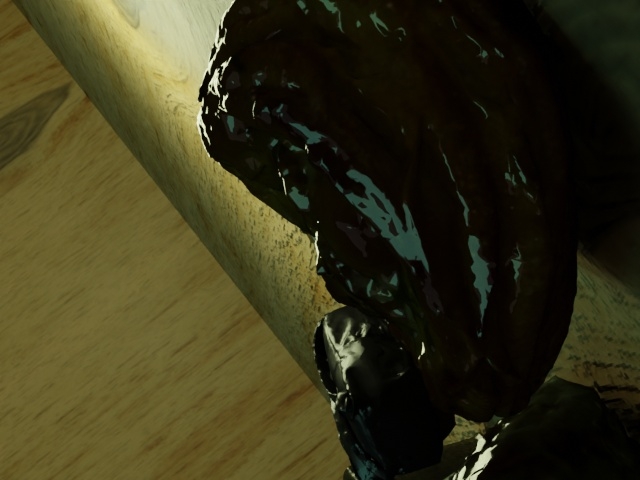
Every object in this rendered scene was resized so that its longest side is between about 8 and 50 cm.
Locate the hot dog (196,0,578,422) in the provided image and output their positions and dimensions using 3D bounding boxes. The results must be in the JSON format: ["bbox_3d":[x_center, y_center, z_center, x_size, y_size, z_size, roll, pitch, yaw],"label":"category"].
[{"bbox_3d":[0.041,-0.021,0.811,0.196,0.122,0.272,49,172,16],"label":"hot dog"}]

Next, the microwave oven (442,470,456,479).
[{"bbox_3d":[0.166,0.284,1.468,0.208,0.162,0.122,60,171,-27],"label":"microwave oven"}]

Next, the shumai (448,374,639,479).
[{"bbox_3d":[0.163,0.300,1.077,0.348,0.395,0.395,30,170,10],"label":"shumai"}]

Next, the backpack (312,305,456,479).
[{"bbox_3d":[0.055,0.120,1.625,0.165,0.106,0.120,-104,-5,-51],"label":"backpack"}]

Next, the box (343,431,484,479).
[{"bbox_3d":[0.118,0.339,1.686,0.184,0.143,0.273,44,141,52],"label":"box"}]

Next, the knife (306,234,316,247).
[{"bbox_3d":[0.001,-0.001,1.682,0.256,0.022,0.046,58,178,-15],"label":"knife"}]
